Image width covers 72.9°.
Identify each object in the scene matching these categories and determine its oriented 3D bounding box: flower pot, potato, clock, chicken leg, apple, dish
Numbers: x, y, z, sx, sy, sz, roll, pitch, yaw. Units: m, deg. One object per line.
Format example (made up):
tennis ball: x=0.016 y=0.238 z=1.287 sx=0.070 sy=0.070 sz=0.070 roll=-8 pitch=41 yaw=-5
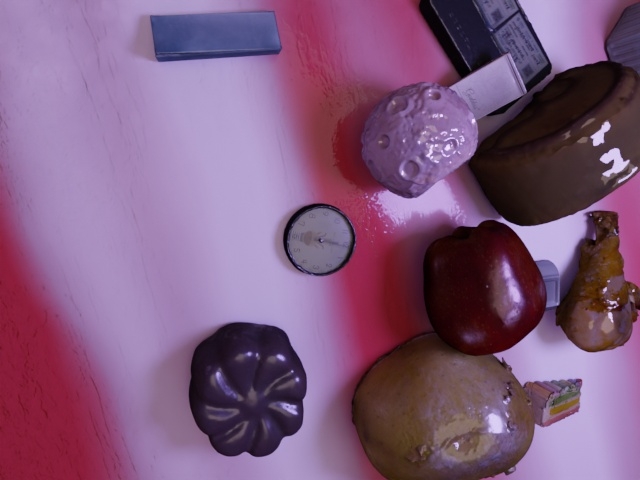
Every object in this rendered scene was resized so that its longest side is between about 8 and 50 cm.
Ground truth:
flower pot: x=0.910 y=-0.524 z=1.127 sx=0.209 sy=0.189 sz=0.239 roll=-28 pitch=104 yaw=-7
potato: x=0.326 y=0.472 z=1.092 sx=0.442 sy=0.319 sz=0.385 roll=-21 pitch=102 yaw=-7
clock: x=0.000 y=0.000 z=1.072 sx=0.184 sy=0.040 sz=0.185 roll=-2 pitch=99 yaw=-13
chicken leg: x=0.823 y=0.120 z=1.249 sx=0.295 sy=0.182 sz=0.409 roll=12 pitch=80 yaw=-24
apple: x=0.396 y=0.119 z=1.070 sx=0.288 sy=0.288 sz=0.317 roll=-18 pitch=93 yaw=-10
dish: x=0.584 y=0.142 z=1.216 sx=0.212 sy=0.077 sz=0.151 roll=-6 pitch=101 yaw=-12

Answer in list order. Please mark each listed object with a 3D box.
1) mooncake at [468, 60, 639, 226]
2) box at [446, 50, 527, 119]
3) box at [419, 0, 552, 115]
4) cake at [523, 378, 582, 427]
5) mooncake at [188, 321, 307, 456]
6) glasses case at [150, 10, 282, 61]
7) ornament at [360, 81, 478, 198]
mooncake: x=0.591 y=-0.248 z=1.079 sx=0.246 sy=0.393 sz=0.394 roll=49 pitch=46 yaw=-16
box: x=0.388 y=-0.359 z=1.065 sx=0.198 sy=0.029 sz=0.109 roll=-27 pitch=110 yaw=22
box: x=0.418 y=-0.508 z=1.082 sx=0.211 sy=0.058 sz=0.350 roll=-40 pitch=105 yaw=-6
cake: x=0.707 y=0.482 z=1.321 sx=0.225 sy=0.090 sz=0.109 roll=-1 pitch=97 yaw=-32
mooncake: x=-0.169 y=0.354 z=1.035 sx=0.306 sy=0.154 sz=0.306 roll=-3 pitch=101 yaw=-15
glasses case: x=-0.225 y=-0.440 z=0.948 sx=0.266 sy=0.056 sz=0.105 roll=-9 pitch=77 yaw=-12
ornament: x=0.214 y=-0.230 z=0.980 sx=0.259 sy=0.259 sz=0.225 roll=-36 pitch=87 yaw=-6
